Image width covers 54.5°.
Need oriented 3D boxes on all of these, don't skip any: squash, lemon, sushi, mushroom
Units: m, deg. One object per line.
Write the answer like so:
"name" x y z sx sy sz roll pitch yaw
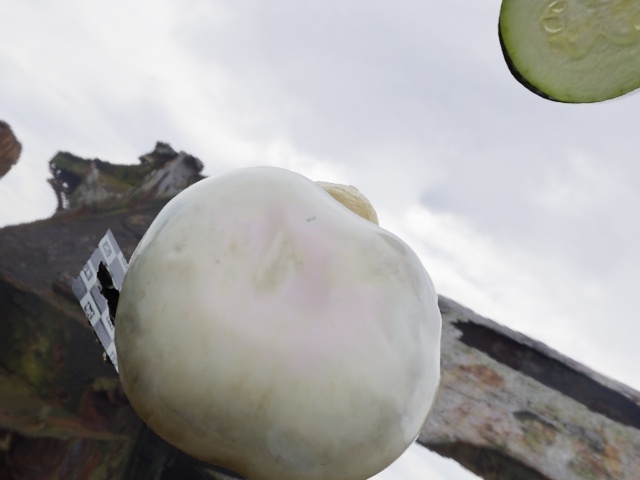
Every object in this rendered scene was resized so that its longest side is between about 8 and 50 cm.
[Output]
"squash" 0.340 -0.286 0.759 0.252 0.252 0.048 22 15 39
"lemon" 0.006 -0.005 1.216 0.228 0.253 0.229 26 -44 27
"sushi" -0.339 0.118 0.988 0.192 0.050 0.215 -92 166 -63
"mushroom" -0.034 0.076 0.515 0.234 0.253 0.260 103 -25 -66
